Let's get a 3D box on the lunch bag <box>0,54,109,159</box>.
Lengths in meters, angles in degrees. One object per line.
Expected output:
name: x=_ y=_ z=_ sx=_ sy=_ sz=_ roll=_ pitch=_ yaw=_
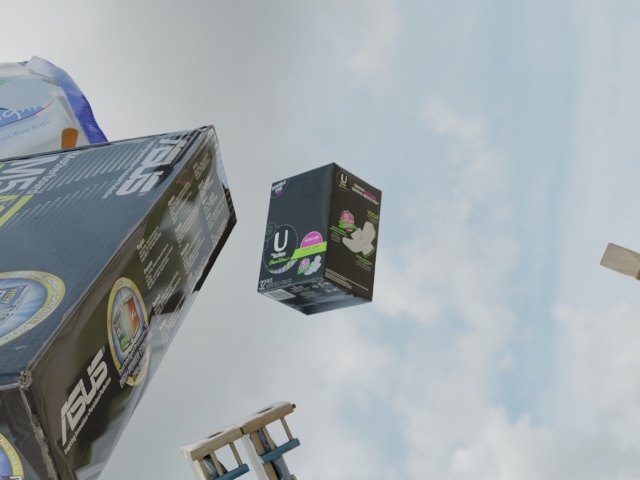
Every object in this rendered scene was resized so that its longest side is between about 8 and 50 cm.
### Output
lunch bag: x=-0.353 y=-0.019 z=0.997 sx=0.327 sy=0.385 sz=0.239 roll=-22 pitch=-75 yaw=-17

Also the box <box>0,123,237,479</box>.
box: x=-0.170 y=0.030 z=0.493 sx=0.270 sy=0.216 sz=0.060 roll=-70 pitch=-31 yaw=-65

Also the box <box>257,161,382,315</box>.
box: x=0.000 y=0.000 z=0.750 sx=0.052 sy=0.062 sz=0.083 roll=29 pitch=-121 yaw=-41

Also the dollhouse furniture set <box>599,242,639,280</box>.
dollhouse furniture set: x=0.334 y=0.090 z=1.070 sx=0.144 sy=0.151 sz=0.123 roll=18 pitch=-84 yaw=-37

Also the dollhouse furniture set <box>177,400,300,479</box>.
dollhouse furniture set: x=-0.048 y=0.252 z=1.156 sx=0.129 sy=0.183 sz=0.129 roll=-24 pitch=-89 yaw=-20
